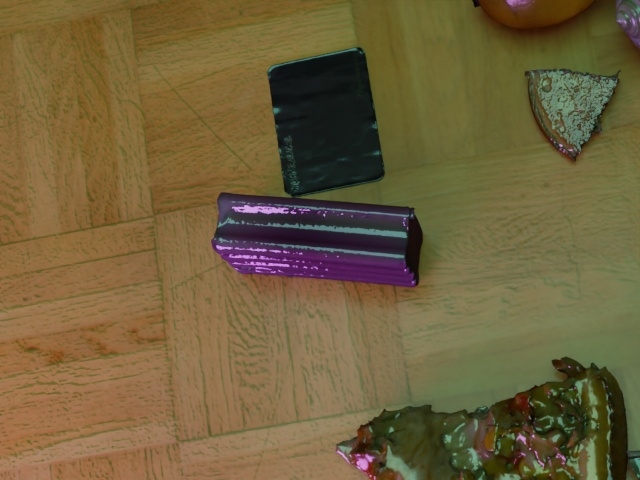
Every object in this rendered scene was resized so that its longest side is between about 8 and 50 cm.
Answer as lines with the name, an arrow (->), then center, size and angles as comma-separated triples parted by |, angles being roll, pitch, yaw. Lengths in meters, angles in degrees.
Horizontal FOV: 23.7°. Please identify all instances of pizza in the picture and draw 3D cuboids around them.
pizza -> 0.183, 0.210, 1.503 | 0.288, 0.074, 0.251 | 36, 82, 15
pizza -> 0.263, -0.131, 1.600 | 0.100, 0.029, 0.099 | 2, 84, 14

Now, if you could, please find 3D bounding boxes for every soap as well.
soap -> 0.000, 0.000, 1.565 | 0.203, 0.122, 0.065 | 5, 77, 11

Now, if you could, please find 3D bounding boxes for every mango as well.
mango -> 0.258, -0.319, 1.606 | 0.227, 0.109, 0.147 | -50, 49, -4

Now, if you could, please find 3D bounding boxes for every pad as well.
pad -> 0.005, -0.129, 1.659 | 0.112, 0.003, 0.157 | -11, 74, 8

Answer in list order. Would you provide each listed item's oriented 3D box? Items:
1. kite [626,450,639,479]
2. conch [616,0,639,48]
kite -> 0.374, 0.287, 1.459 | 0.229, 0.012, 0.250 | 41, 77, 8
conch -> 0.357, -0.255, 1.569 | 0.102, 0.153, 0.135 | -34, 81, 44
